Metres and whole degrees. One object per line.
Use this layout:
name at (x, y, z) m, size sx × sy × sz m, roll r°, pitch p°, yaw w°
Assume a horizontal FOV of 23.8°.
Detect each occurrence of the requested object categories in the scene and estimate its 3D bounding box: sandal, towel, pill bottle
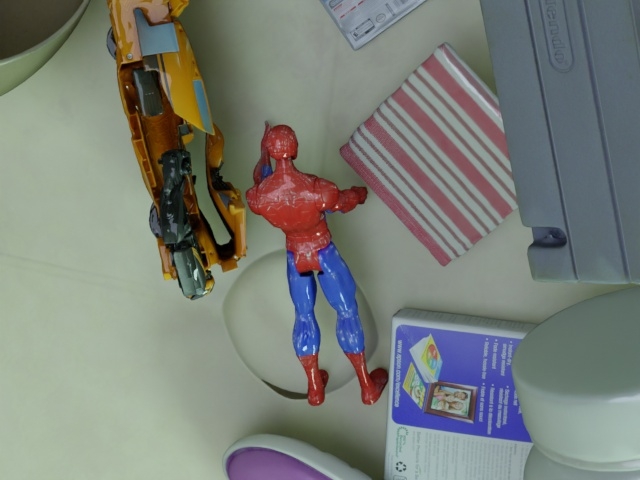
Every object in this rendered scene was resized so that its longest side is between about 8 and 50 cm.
sandal at (0.059, 0.344, 1.401) m, size 0.416 × 0.102 × 0.169 m, roll 45°, pitch 136°, yaw 0°
towel at (0.107, -0.070, 1.281) m, size 0.144 × 0.029 × 0.197 m, roll 47°, pitch 145°, yaw 1°
pill bottle at (0.292, 0.250, 1.233) m, size 0.224 × 0.224 × 0.392 m, roll -11°, pitch 110°, yaw 20°

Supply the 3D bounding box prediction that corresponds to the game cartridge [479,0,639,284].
game cartridge at (0.200, -0.145, 0.883) m, size 0.230 × 0.068 × 0.355 m, roll -1°, pitch 109°, yaw 36°

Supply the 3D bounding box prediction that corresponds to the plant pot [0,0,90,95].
plant pot at (-0.348, -0.221, 1.324) m, size 0.284 × 0.284 × 0.191 m, roll 41°, pitch 148°, yaw 3°

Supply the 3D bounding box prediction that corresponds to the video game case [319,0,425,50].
video game case at (0.030, -0.238, 1.313) m, size 0.087 × 0.011 × 0.122 m, roll -33°, pitch 94°, yaw 24°

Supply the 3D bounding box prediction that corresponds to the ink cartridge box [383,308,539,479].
ink cartridge box at (0.163, 0.173, 1.373) m, size 0.208 × 0.045 × 0.206 m, roll 8°, pitch 108°, yaw 16°

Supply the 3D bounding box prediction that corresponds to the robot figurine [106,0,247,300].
robot figurine at (-0.123, -0.093, 1.312) m, size 0.085 × 0.211 × 0.291 m, roll -13°, pitch 100°, yaw -3°

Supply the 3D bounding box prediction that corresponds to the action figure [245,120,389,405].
action figure at (0.000, 0.000, 1.361) m, size 0.091 × 0.139 × 0.280 m, roll -4°, pitch 127°, yaw 16°
